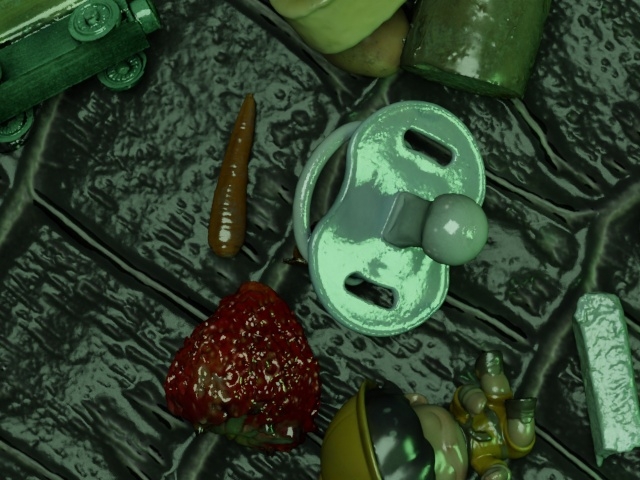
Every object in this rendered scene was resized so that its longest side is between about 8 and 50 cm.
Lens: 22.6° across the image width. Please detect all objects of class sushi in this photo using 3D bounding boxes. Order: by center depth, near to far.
[{"bbox_3d":[0.000,0.000,1.958,0.050,0.047,0.099,36,88,6],"label":"sushi"}]

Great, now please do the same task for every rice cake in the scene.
[{"bbox_3d":[0.339,0.159,1.892,0.063,0.069,0.206,-10,80,4],"label":"rice cake"}]

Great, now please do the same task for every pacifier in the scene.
[{"bbox_3d":[0.105,-0.028,1.859,0.238,0.226,0.287,29,80,-31],"label":"pacifier"}]

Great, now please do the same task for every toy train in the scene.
[{"bbox_3d":[-0.349,-0.241,2.006,0.307,0.126,0.189,-27,48,2],"label":"toy train"}]

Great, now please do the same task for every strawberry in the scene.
[{"bbox_3d":[-0.082,0.148,1.885,0.187,0.184,0.201,11,74,3],"label":"strawberry"}]

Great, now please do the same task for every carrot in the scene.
[{"bbox_3d":[-0.105,-0.082,1.985,0.048,0.048,0.216,6,78,6],"label":"carrot"}]

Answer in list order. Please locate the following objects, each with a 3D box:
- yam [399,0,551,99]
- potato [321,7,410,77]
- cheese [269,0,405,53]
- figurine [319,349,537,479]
[{"bbox_3d":[0.201,-0.301,1.923,0.161,0.161,0.268,16,79,7],"label":"yam"},{"bbox_3d":[0.045,-0.261,1.965,0.147,0.112,0.112,40,87,4],"label":"potato"},{"bbox_3d":[0.092,-0.434,1.882,0.384,0.104,0.384,-16,57,25],"label":"cheese"},{"bbox_3d":[0.124,0.243,1.857,0.257,0.167,0.192,-13,66,-19],"label":"figurine"}]
